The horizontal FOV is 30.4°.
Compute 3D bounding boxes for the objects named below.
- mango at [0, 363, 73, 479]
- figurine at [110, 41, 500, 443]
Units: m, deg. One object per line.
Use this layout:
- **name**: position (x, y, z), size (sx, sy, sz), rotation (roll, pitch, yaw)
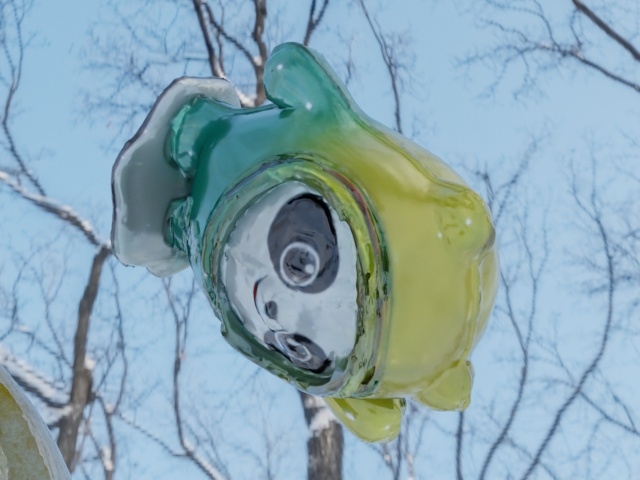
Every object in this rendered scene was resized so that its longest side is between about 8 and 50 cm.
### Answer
- **mango**: position (-0.308, 0.204, 0.912), size (0.221, 0.384, 0.199), rotation (-28, -13, -24)
- **figurine**: position (0.000, 0.000, 0.990), size (0.231, 0.340, 0.324), rotation (-24, -49, -43)
